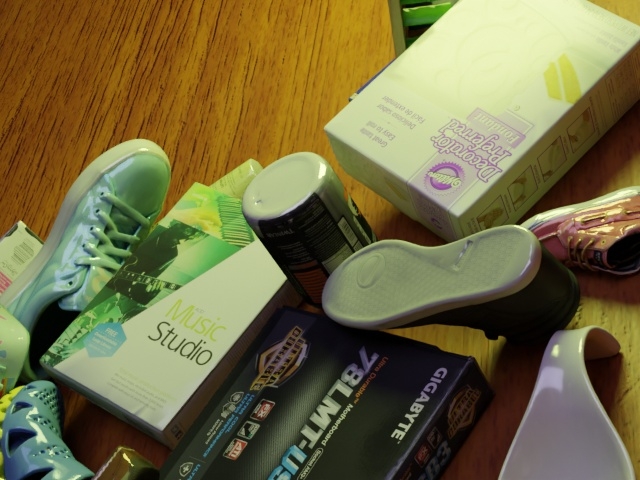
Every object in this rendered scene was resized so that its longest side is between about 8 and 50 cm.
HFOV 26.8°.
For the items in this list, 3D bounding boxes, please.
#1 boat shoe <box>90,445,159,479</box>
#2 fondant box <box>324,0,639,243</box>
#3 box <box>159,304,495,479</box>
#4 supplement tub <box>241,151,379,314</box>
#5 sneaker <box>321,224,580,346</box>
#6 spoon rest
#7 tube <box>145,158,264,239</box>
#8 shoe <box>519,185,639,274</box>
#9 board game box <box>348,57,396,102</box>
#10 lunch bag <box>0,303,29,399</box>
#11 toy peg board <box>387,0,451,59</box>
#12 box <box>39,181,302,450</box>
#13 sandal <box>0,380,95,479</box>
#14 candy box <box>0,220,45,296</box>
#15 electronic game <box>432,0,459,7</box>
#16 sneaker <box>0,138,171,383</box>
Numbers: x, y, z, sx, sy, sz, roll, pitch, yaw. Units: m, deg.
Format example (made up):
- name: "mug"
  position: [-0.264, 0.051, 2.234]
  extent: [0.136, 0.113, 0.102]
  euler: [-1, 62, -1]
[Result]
- name: "boat shoe"
  position: [-0.292, 0.346, 1.377]
  extent: [0.120, 0.122, 0.324]
  euler: [31, 83, 18]
- name: "fondant box"
  position: [0.206, -0.165, 1.627]
  extent: [0.330, 0.096, 0.238]
  euler: [-45, 52, -12]
- name: "box"
  position: [-0.011, 0.221, 1.422]
  extent: [0.293, 0.073, 0.295]
  euler: [11, 56, 47]
- name: "supplement tub"
  position: [0.000, 0.000, 1.565]
  extent: [0.117, 0.190, 0.117]
  euler: [-21, 38, 17]
- name: "sneaker"
  position: [0.142, 0.065, 1.431]
  extent: [0.295, 0.147, 0.105]
  euler: [-11, 57, 42]
- name: "spoon rest"
  position: [0.232, 0.183, 1.257]
  extent: [0.137, 0.084, 0.276]
  euler: [-13, 39, 28]
- name: "tube"
  position: [-0.176, -0.024, 1.856]
  extent: [0.240, 0.062, 0.070]
  euler: [-33, -5, 13]
- name: "shoe"
  position: [0.283, 0.004, 1.441]
  extent: [0.178, 0.063, 0.081]
  euler: [-21, 32, 11]
- name: "board game box"
  position: [0.157, -0.197, 1.794]
  extent: [0.160, 0.047, 0.210]
  euler: [-42, 37, -12]
- name: "lunch bag"
  position: [-0.477, 0.197, 1.698]
  extent: [0.224, 0.107, 0.279]
  euler: [27, 96, 59]
- name: "toy peg board"
  position: [0.135, -0.305, 1.775]
  extent: [0.079, 0.161, 0.161]
  euler: [-5, 39, 8]
- name: "box"
  position: [-0.165, 0.085, 1.677]
  extent: [0.232, 0.058, 0.322]
  euler: [22, 62, 36]
- name: "sandal"
  position: [-0.316, 0.292, 1.555]
  extent: [0.138, 0.126, 0.317]
  euler: [-16, 44, 10]
- name: "candy box"
  position: [-0.483, 0.078, 1.917]
  extent: [0.196, 0.070, 0.165]
  euler: [-52, 12, -24]
- name: "electronic game"
  position: [0.236, -0.383, 1.894]
  extent: [0.229, 0.048, 0.229]
  euler: [-31, 21, 13]
- name: "sneaker"
  position: [-0.299, 0.041, 1.797]
  extent: [0.366, 0.135, 0.150]
  euler: [-56, 42, 5]
